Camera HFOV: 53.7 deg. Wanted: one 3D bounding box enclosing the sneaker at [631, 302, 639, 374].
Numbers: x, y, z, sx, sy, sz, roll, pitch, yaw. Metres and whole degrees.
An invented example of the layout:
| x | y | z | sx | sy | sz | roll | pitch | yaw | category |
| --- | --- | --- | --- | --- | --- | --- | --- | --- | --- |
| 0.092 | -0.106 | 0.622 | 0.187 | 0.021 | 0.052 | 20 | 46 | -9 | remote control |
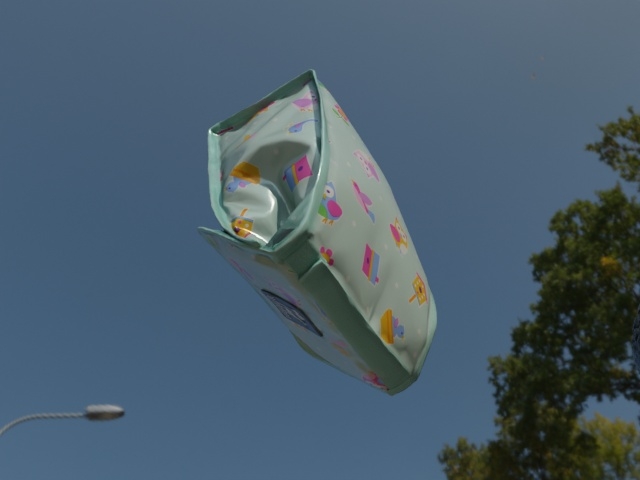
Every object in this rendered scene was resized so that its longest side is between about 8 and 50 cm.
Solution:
| x | y | z | sx | sy | sz | roll | pitch | yaw | category |
| --- | --- | --- | --- | --- | --- | --- | --- | --- | --- |
| 0.405 | 0.032 | 0.467 | 0.344 | 0.134 | 0.146 | -32 | -80 | 23 | sneaker |

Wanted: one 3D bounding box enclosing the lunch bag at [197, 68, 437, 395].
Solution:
| x | y | z | sx | sy | sz | roll | pitch | yaw | category |
| --- | --- | --- | --- | --- | --- | --- | --- | --- | --- |
| 0.000 | 0.000 | 0.608 | 0.160 | 0.262 | 0.223 | -27 | -53 | 11 | lunch bag |
